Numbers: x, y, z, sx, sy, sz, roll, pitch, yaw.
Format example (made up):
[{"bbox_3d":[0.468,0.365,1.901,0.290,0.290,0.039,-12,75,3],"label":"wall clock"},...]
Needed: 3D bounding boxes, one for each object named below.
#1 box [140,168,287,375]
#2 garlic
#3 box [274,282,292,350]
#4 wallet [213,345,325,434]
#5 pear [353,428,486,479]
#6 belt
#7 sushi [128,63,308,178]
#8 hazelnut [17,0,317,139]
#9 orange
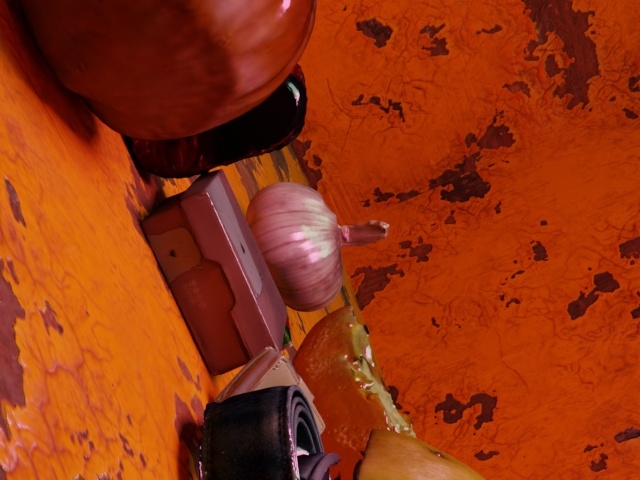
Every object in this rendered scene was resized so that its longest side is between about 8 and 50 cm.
[{"bbox_3d":[-0.122,0.035,1.325,0.215,0.086,0.215,-88,156,-79],"label":"box"},{"bbox_3d":[0.000,0.000,1.942,0.245,0.253,0.245,-16,90,-79],"label":"garlic"},{"bbox_3d":[-0.107,0.050,1.745,0.132,0.034,0.235,-105,171,-63],"label":"box"},{"bbox_3d":[-0.057,0.200,1.243,0.039,0.110,0.155,24,-28,38],"label":"wallet"},{"bbox_3d":[0.117,0.359,1.062,0.386,0.191,0.340,86,10,-66],"label":"pear"},{"bbox_3d":[-0.038,0.244,1.068,0.267,0.116,0.206,-73,148,-80],"label":"belt"},{"bbox_3d":[-0.123,-0.156,1.353,0.126,0.225,0.136,-87,163,-76],"label":"sushi"},{"bbox_3d":[-0.147,-0.284,1.119,0.315,0.372,0.372,23,-28,39],"label":"hazelnut"},{"bbox_3d":[0.048,0.256,1.562,0.262,0.196,0.334,84,-6,-49],"label":"orange"}]
